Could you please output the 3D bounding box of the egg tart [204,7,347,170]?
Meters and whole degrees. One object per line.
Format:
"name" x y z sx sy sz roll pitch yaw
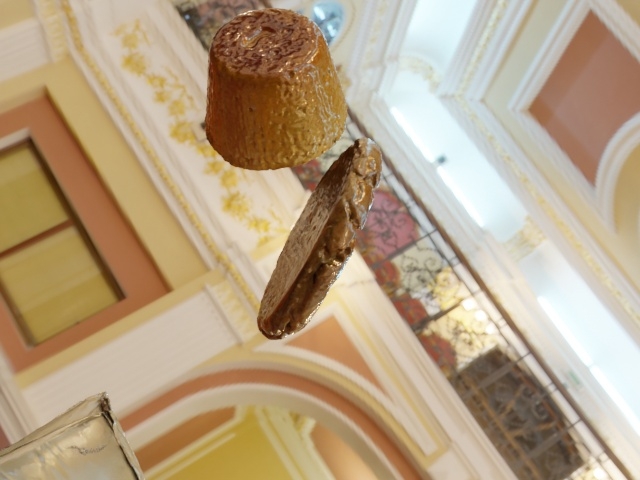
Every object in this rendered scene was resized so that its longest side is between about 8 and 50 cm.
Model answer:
"egg tart" -0.066 -0.208 1.116 0.202 0.202 0.147 47 -21 33

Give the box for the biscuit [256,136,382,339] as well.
"biscuit" 0.000 0.000 0.852 0.042 0.226 0.226 27 -18 -9

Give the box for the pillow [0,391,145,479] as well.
"pillow" -0.220 0.207 0.617 0.053 0.208 0.119 -4 -72 52
